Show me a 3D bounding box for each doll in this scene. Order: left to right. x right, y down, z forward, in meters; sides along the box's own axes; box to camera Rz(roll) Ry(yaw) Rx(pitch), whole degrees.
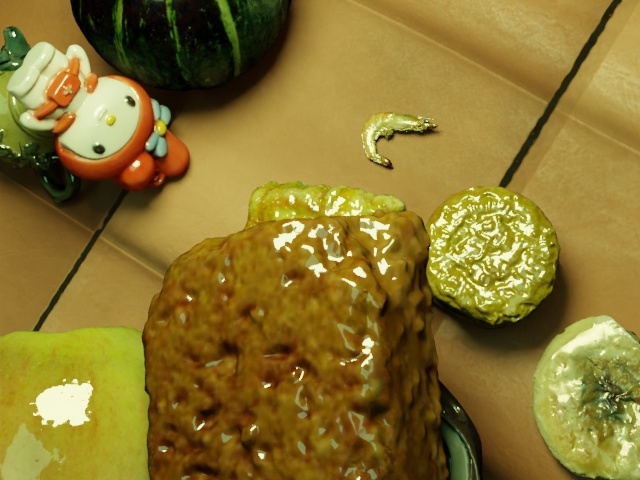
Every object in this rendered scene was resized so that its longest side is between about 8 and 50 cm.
[{"bbox_3d":[-0.304,-0.160,1.298,0.130,0.290,0.161,13,70,46],"label":"doll"}]

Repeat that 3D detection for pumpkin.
[{"bbox_3d":[-0.197,-0.371,1.319,0.323,0.241,0.323,-2,60,4],"label":"pumpkin"}]

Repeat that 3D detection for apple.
[{"bbox_3d":[-0.327,0.257,1.174,0.339,0.338,0.304,1,80,15],"label":"apple"}]

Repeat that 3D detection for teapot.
[{"bbox_3d":[-0.423,-0.187,1.379,0.183,0.173,0.269,-9,104,50],"label":"teapot"}]

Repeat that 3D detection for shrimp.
[{"bbox_3d":[0.113,-0.145,1.317,0.114,0.023,0.083,3,81,21],"label":"shrimp"}]

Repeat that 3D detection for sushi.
[{"bbox_3d":[0.000,0.000,1.233,0.274,0.184,0.139,11,77,23],"label":"sushi"}]

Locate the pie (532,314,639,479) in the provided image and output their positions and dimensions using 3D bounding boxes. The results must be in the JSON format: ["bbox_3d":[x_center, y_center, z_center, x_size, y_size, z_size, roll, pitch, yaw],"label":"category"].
[{"bbox_3d":[0.364,0.211,1.154,0.218,0.052,0.185,43,96,22],"label":"pie"}]

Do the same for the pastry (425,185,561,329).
[{"bbox_3d":[0.221,0.024,1.206,0.189,0.103,0.188,-3,77,14],"label":"pastry"}]

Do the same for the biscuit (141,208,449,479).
[{"bbox_3d":[-0.037,0.177,1.032,0.343,0.166,0.394,-11,79,33],"label":"biscuit"}]

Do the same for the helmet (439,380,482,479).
[{"bbox_3d":[0.095,0.267,1.135,0.305,0.177,0.225,46,106,27],"label":"helmet"}]
